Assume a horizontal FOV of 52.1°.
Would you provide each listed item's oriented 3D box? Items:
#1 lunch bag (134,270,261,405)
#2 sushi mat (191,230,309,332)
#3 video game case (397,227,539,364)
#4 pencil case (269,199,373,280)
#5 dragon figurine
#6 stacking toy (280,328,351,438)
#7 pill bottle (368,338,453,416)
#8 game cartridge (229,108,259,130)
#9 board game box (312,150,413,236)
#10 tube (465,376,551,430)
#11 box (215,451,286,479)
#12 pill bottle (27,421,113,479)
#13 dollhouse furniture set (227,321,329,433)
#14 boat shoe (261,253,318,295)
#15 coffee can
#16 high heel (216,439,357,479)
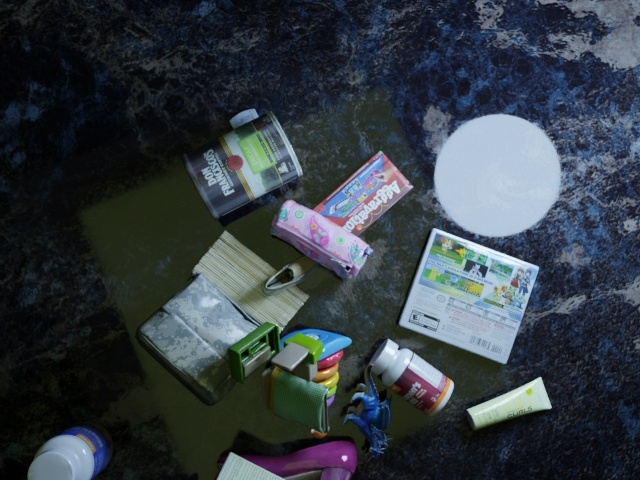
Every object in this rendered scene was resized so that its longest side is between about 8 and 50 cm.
[{"bbox_3d":[-0.307,0.263,1.770,0.305,0.212,0.256,43,69,-1],"label":"lunch bag"},{"bbox_3d":[-0.201,0.122,1.879,0.316,0.019,0.151,38,86,1],"label":"sushi mat"},{"bbox_3d":[0.426,0.160,1.888,0.329,0.036,0.300,21,85,1],"label":"video game case"},{"bbox_3d":[0.000,0.000,1.827,0.284,0.124,0.124,32,85,10],"label":"pencil case"},{"bbox_3d":[0.151,0.465,1.802,0.144,0.085,0.289,19,107,7],"label":"dragon figurine"},{"bbox_3d":[-0.012,0.406,1.811,0.166,0.175,0.301,6,107,40],"label":"stacking toy"},{"bbox_3d":[0.249,0.379,1.822,0.221,0.121,0.121,36,85,1],"label":"pill bottle"},{"bbox_3d":[-0.220,-0.348,1.915,0.083,0.017,0.056,-26,90,-4],"label":"game cartridge"},{"bbox_3d":[0.117,-0.116,1.903,0.281,0.027,0.145,-42,89,-4],"label":"board game box"},{"bbox_3d":[0.533,0.469,1.858,0.240,0.062,0.070,-17,127,-8],"label":"tube"},{"bbox_3d":[-0.181,0.707,1.730,0.243,0.117,0.213,27,129,1],"label":"box"},{"bbox_3d":[-0.649,0.571,1.703,0.152,0.272,0.152,0,86,-2],"label":"pill bottle"},{"bbox_3d":[-0.101,0.389,1.678,0.198,0.151,0.301,17,124,31],"label":"dollhouse furniture set"},{"bbox_3d":[-0.078,0.093,1.844,0.190,0.072,0.068,-36,84,-17],"label":"boat shoe"},{"bbox_3d":[-0.216,-0.208,1.812,0.275,0.201,0.201,-28,87,-4],"label":"coffee can"},{"bbox_3d":[-0.091,0.612,1.829,0.377,0.127,0.181,11,45,9],"label":"high heel"}]
